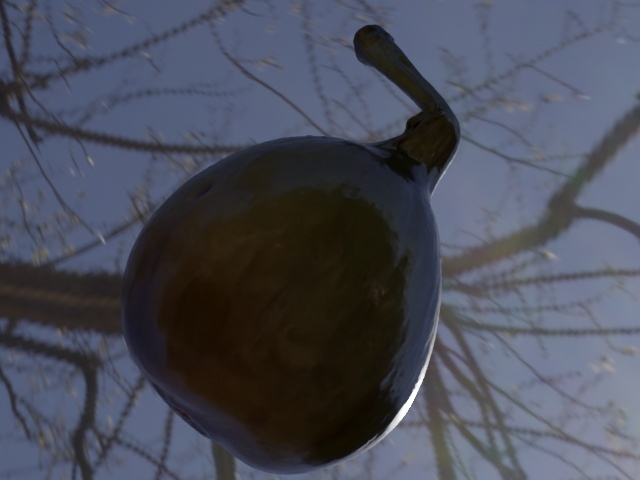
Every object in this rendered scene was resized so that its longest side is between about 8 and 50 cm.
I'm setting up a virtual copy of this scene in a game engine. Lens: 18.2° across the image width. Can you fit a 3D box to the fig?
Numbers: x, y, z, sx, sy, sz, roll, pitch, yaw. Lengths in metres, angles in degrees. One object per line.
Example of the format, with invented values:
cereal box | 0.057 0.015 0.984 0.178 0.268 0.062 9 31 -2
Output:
fig | 0.002 0.015 0.883 0.186 0.148 0.142 -32 -68 -12
